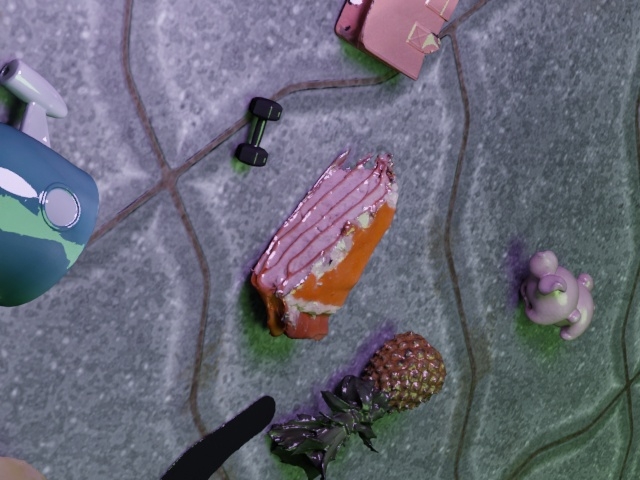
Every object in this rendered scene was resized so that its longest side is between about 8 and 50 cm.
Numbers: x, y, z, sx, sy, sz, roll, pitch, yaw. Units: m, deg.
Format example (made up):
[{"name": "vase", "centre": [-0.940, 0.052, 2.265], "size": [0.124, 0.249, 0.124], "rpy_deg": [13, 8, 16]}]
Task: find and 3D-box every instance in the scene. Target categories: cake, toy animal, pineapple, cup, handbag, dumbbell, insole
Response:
[{"name": "cake", "centre": [0.005, 0.002, 1.617], "size": [0.135, 0.098, 0.287], "rpy_deg": [27, 91, -51]}, {"name": "toy animal", "centre": [0.378, 0.085, 2.071], "size": [0.212, 0.124, 0.124], "rpy_deg": [35, 84, -51]}, {"name": "pineapple", "centre": [0.058, 0.242, 1.804], "size": [0.277, 0.119, 0.130], "rpy_deg": [-38, 154, -25]}, {"name": "cup", "centre": [-0.330, -0.043, 1.183], "size": [0.173, 0.167, 0.299], "rpy_deg": [38, 55, -41]}, {"name": "handbag", "centre": [0.118, -0.326, 1.585], "size": [0.157, 0.059, 0.212], "rpy_deg": [20, 97, -50]}, {"name": "dumbbell", "centre": [-0.075, -0.131, 1.503], "size": [0.036, 0.040, 0.083], "rpy_deg": [-32, 141, -75]}, {"name": "insole", "centre": [-0.145, 0.288, 1.691], "size": [0.232, 0.003, 0.080], "rpy_deg": [-39, 136, -27]}]

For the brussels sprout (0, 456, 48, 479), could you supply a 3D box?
[{"name": "brussels sprout", "centre": [-0.373, 0.353, 1.329], "size": [0.244, 0.244, 0.244], "rpy_deg": [-25, 128, -37]}]
